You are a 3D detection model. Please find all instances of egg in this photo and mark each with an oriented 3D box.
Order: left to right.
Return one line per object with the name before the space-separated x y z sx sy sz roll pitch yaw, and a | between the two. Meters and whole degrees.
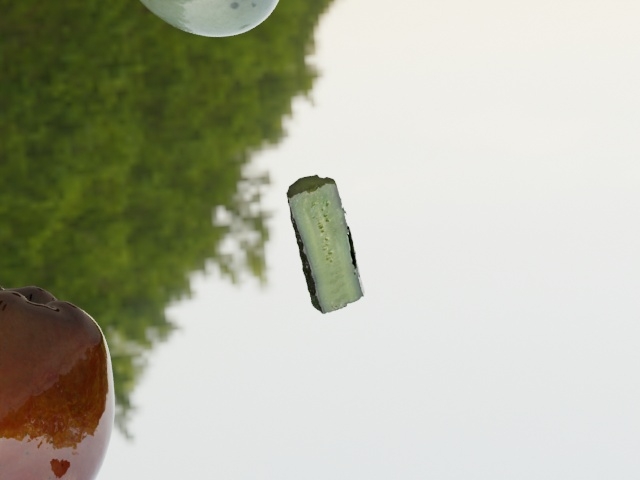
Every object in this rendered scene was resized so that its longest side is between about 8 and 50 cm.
egg | -0.147 -0.338 2.225 0.236 0.169 0.169 36 -146 28

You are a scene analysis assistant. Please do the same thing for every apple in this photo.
apple | -0.303 0.148 1.682 0.234 0.234 0.234 -4 -168 1

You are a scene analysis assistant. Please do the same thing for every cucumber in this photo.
cucumber | 0.000 -0.002 2.526 0.078 0.211 0.062 -24 -144 -12
